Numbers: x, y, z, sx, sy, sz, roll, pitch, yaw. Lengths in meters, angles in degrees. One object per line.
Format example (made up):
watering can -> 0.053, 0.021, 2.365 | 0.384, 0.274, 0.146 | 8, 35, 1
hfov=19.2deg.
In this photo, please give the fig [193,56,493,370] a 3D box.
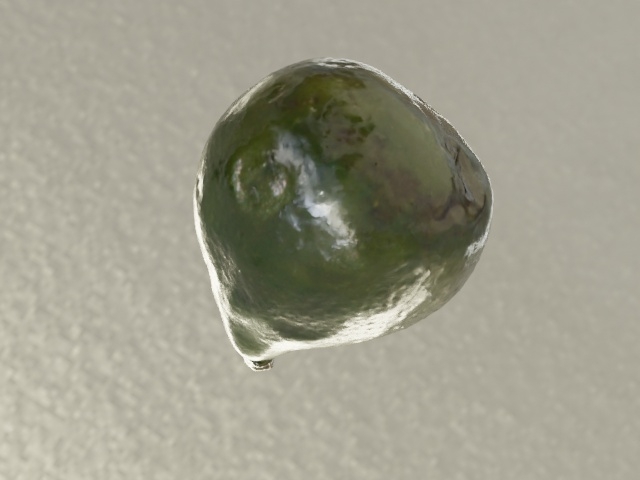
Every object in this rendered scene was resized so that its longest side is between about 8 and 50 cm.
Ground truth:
fig -> 0.000, 0.000, 1.257 | 0.195, 0.245, 0.195 | 26, -159, -11
